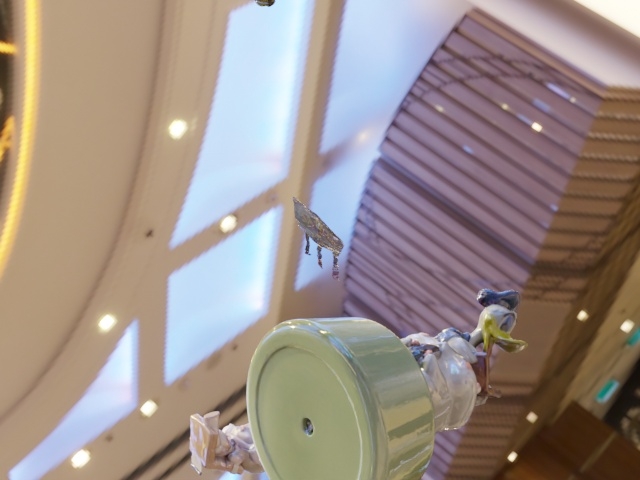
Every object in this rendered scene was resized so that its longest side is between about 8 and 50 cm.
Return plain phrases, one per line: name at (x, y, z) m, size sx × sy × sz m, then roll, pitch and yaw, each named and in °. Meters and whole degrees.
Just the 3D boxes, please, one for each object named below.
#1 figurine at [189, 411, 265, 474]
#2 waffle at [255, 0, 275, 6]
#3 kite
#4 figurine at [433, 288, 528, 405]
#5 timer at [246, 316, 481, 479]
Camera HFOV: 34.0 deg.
figurine at (-0.170, 0.441, 2.296) m, size 0.236 × 0.162 × 0.141 m, roll 8°, pitch -82°, yaw -29°
waffle at (-0.043, -0.410, 1.424) m, size 0.169 × 0.036 × 0.183 m, roll 121°, pitch 171°, yaw -46°
kite at (-0.001, 0.001, 1.946) m, size 0.015 × 0.141 × 0.245 m, roll -47°, pitch 17°, yaw 15°
figurine at (0.256, 0.199, 1.964) m, size 0.338 × 0.205 × 0.283 m, roll -40°, pitch 17°, yaw -15°
timer at (0.098, 0.228, 1.507) m, size 0.315 × 0.291 × 0.291 m, roll -12°, pitch -44°, yaw -38°
